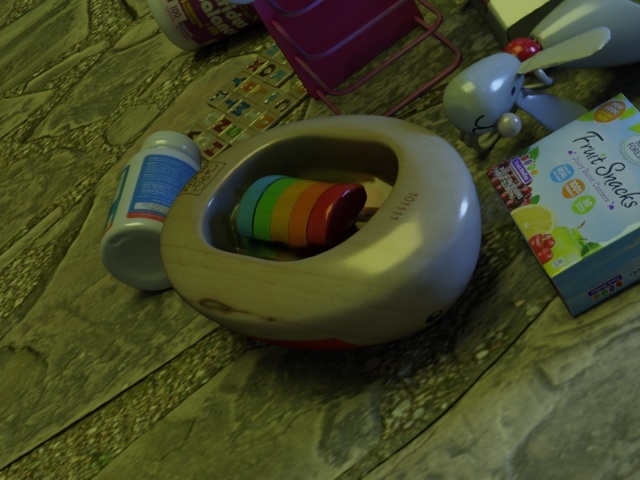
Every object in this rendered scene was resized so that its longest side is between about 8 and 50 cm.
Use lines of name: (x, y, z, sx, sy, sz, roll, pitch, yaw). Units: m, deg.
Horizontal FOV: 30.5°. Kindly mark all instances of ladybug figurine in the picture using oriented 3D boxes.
ladybug figurine: (0.000, 0.000, 1.329, 0.449, 0.162, 0.305, 14, 58, 47)

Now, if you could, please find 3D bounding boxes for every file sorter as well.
file sorter: (0.034, -0.323, 1.573, 0.202, 0.290, 0.182, -37, 38, -2)

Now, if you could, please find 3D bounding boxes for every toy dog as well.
toy dog: (0.307, -0.198, 1.314, 0.334, 0.220, 0.161, -45, 66, -1)

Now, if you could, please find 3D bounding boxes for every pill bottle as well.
pill bottle: (-0.127, -0.441, 1.945, 0.301, 0.169, 0.169, -19, 38, 23)
pill bottle: (-0.221, -0.049, 1.604, 0.124, 0.124, 0.221, -19, 38, 22)

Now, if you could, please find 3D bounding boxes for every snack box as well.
snack box: (0.289, -0.042, 1.220, 0.174, 0.070, 0.207, -30, 36, 8)

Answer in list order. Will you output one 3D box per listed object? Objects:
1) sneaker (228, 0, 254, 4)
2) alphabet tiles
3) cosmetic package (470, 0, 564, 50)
sneaker: (-0.042, -0.426, 1.422, 0.292, 0.108, 0.169, -39, 44, -1)
alphabet tiles: (-0.106, -0.214, 1.802, 0.237, 0.009, 0.198, -42, 36, -10)
cosmetic package: (0.234, -0.387, 1.500, 0.153, 0.129, 0.296, -32, 67, 6)
